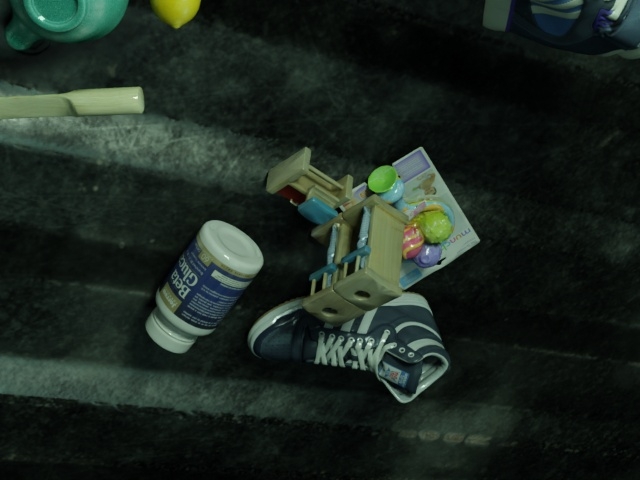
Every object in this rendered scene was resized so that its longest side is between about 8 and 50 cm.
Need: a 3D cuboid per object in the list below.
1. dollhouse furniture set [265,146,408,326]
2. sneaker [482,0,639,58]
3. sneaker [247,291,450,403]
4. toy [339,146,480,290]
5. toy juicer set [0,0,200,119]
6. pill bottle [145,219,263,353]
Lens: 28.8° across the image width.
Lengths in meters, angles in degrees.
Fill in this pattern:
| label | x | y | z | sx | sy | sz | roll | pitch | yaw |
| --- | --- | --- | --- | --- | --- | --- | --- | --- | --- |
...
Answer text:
| label | x | y | z | sx | sy | sz | roll | pitch | yaw |
| --- | --- | --- | --- | --- | --- | --- | --- | --- | --- |
| dollhouse furniture set | 0.000 | 0.000 | 1.601 | 0.183 | 0.129 | 0.129 | 32 | 137 | -30 |
| sneaker | 0.299 | -0.285 | 1.285 | 0.236 | 0.130 | 0.323 | 11 | 168 | 4 |
| sneaker | 0.048 | 0.156 | 1.756 | 0.282 | 0.153 | 0.099 | -6 | 132 | -18 |
| toy | 0.132 | -0.013 | 1.718 | 0.136 | 0.056 | 0.237 | -32 | 134 | 6 |
| toy juicer set | -0.232 | -0.253 | 1.299 | 0.209 | 0.089 | 0.329 | 15 | 123 | -6 |
| pill bottle | -0.157 | 0.064 | 1.625 | 0.094 | 0.094 | 0.169 | 20 | 118 | -36 |
